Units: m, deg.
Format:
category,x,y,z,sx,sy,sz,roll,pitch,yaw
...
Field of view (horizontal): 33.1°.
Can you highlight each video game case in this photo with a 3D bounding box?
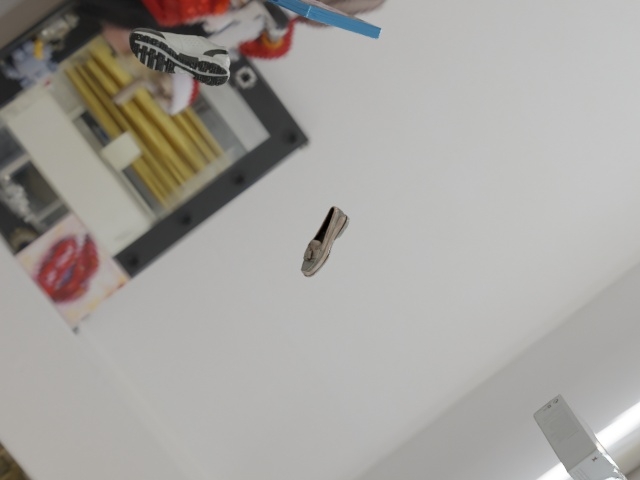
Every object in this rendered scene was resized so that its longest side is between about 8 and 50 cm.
category,x,y,z,sx,sy,sz,roll,pitch,yaw
video game case,-0.030,-0.259,1.160,0.119,0.166,0.015,5,111,-49

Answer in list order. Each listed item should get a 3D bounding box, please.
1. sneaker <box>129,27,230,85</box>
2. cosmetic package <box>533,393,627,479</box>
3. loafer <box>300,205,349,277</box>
category,x,y,z,sx,sy,sz,roll,pitch,yaw
sneaker,-0.144,-0.195,1.113,0.040,0.109,0.044,124,-19,-47
cosmetic package,0.537,0.431,2.240,0.085,0.117,0.231,-41,-161,10
loafer,0.000,0.000,1.754,0.045,0.039,0.125,13,-116,48
